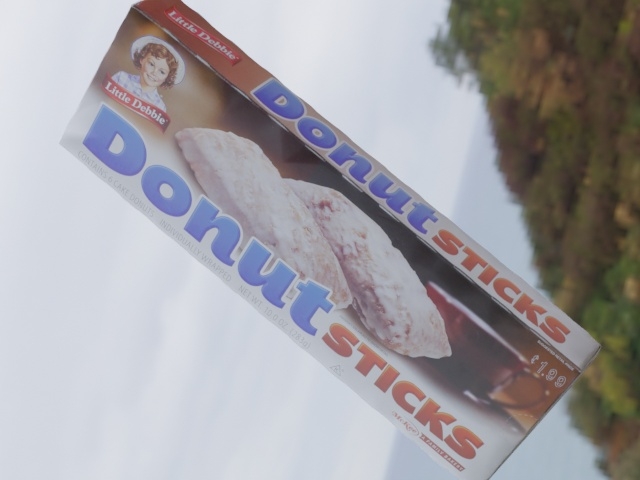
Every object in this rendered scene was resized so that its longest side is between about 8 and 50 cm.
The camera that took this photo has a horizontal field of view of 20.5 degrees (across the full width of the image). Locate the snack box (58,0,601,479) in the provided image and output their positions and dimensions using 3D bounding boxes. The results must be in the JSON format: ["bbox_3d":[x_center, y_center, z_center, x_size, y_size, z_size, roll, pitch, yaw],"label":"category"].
[{"bbox_3d":[0.000,0.000,0.559,0.022,0.178,0.064,-42,-11,-52],"label":"snack box"}]
